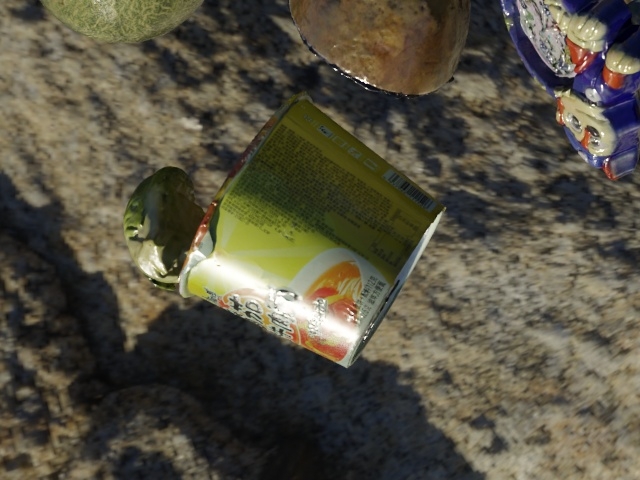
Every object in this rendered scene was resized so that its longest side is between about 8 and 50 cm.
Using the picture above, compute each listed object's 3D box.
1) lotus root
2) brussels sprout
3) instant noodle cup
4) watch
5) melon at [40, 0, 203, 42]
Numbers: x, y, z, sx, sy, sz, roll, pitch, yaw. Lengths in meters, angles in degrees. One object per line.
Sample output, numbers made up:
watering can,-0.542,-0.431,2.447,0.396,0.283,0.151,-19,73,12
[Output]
lotus root,0.105,-0.355,1.832,0.272,0.272,0.192,38,126,16
brussels sprout,-0.179,-0.013,1.496,0.101,0.181,0.139,-9,109,25
instant noodle cup,0.000,0.000,1.376,0.200,0.264,0.264,31,101,6
watch,0.262,-0.196,1.038,0.200,0.196,0.171,-32,63,-7
melon,-0.228,-0.367,1.486,0.249,0.329,0.248,4,71,-12
